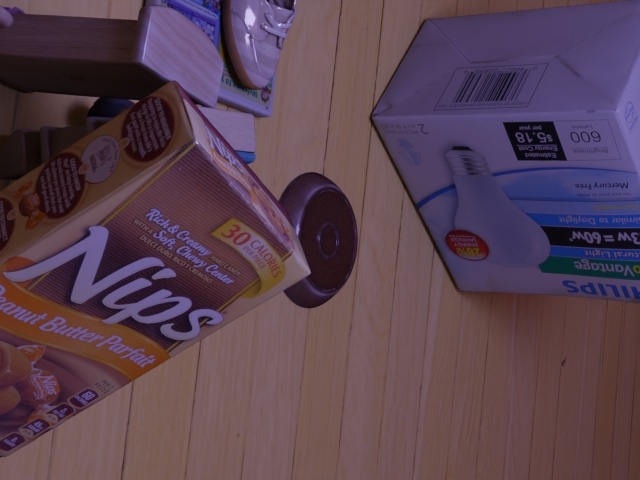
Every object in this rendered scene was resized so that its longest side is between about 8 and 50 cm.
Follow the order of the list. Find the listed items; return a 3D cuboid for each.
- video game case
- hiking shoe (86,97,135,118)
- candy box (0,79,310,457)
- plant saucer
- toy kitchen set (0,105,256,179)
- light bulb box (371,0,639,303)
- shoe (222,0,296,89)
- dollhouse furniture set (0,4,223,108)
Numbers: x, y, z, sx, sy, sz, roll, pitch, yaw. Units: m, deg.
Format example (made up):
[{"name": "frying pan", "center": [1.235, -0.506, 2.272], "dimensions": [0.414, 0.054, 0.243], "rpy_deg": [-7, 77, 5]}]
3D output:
[{"name": "video game case", "center": [-0.112, -0.252, 1.309], "dimensions": [0.212, 0.023, 0.193], "rpy_deg": [15, 78, -56]}, {"name": "hiking shoe", "center": [-0.188, -0.023, 1.149], "dimensions": [0.114, 0.086, 0.227], "rpy_deg": [-40, 124, -52]}, {"name": "candy box", "center": [-0.190, 0.032, 0.965], "dimensions": [0.183, 0.316, 0.087], "rpy_deg": [50, 13, -45]}, {"name": "plant saucer", "center": [0.000, 0.000, 1.478], "dimensions": [0.168, 0.029, 0.168], "rpy_deg": [-5, 96, -55]}, {"name": "toy kitchen set", "center": [-0.169, -0.022, 1.061], "dimensions": [0.122, 0.207, 0.166], "rpy_deg": [0, 86, -55]}, {"name": "light bulb box", "center": [0.320, -0.113, 1.652], "dimensions": [0.225, 0.358, 0.361], "rpy_deg": [-60, 135, -33]}, {"name": "shoe", "center": [-0.062, -0.275, 1.306], "dimensions": [0.076, 0.058, 0.219], "rpy_deg": [-2, 93, -56]}, {"name": "dollhouse furniture set", "center": [-0.196, -0.289, 0.973], "dimensions": [0.286, 0.198, 0.303], "rpy_deg": [26, 72, -69]}]
